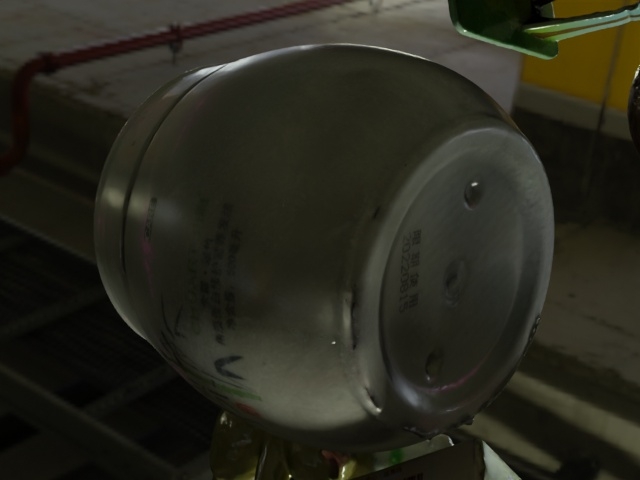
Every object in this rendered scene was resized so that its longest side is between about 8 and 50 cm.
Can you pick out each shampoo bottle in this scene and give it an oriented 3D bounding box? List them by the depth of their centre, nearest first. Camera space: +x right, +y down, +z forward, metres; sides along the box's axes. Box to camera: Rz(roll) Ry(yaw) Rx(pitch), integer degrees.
[{"bbox_3d":[0.000,0.000,0.779,0.266,0.273,0.273,13,-156,43],"label":"shampoo bottle"}]

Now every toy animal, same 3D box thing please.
[{"bbox_3d":[0.002,0.288,1.416,0.181,0.180,0.363,-2,-168,-37],"label":"toy animal"}]

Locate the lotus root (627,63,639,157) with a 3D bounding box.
[{"bbox_3d":[0.365,-0.084,0.977,0.169,0.314,0.141,-46,-156,-25],"label":"lotus root"}]

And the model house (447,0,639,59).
[{"bbox_3d":[0.345,-0.391,1.246,0.340,0.300,0.323,5,166,-43],"label":"model house"}]

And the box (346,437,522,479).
[{"bbox_3d":[0.043,0.240,0.769,0.260,0.175,0.062,-25,-143,28],"label":"box"}]
